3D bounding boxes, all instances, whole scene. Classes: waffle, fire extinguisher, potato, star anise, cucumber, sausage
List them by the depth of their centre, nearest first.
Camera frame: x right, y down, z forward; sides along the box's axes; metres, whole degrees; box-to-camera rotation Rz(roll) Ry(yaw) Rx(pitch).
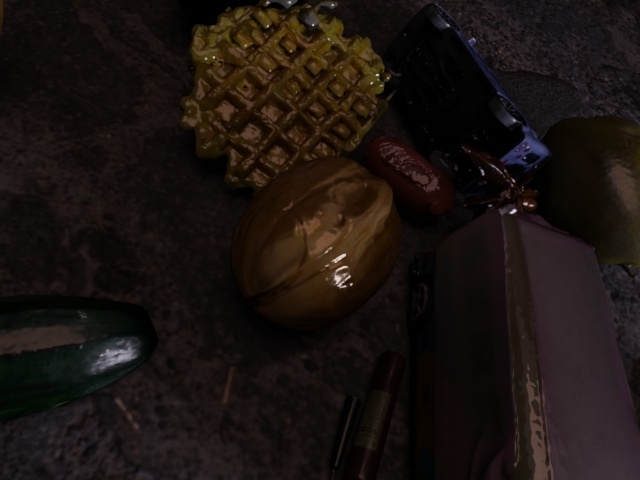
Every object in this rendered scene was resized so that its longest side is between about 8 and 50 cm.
[{"bbox_3d":[-0.266,0.089,0.437,0.244,0.063,0.115,-8,60,-25],"label":"cucumber"},{"bbox_3d":[0.042,0.181,0.494,0.049,0.035,0.173,28,49,-3],"label":"fire extinguisher"},{"bbox_3d":[0.223,-0.030,0.652,0.213,0.156,0.054,7,9,-42],"label":"star anise"},{"bbox_3d":[-0.040,-0.181,0.657,0.281,0.060,0.261,-2,83,-21],"label":"waffle"},{"bbox_3d":[0.112,-0.081,0.675,0.141,0.076,0.076,44,54,12],"label":"sausage"},{"bbox_3d":[0.397,-0.067,0.713,0.175,0.159,0.251,-3,64,7],"label":"potato"}]

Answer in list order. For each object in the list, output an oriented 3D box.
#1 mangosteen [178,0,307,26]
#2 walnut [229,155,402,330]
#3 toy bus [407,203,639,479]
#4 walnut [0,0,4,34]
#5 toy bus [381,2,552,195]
[{"bbox_3d":[-0.097,-0.391,0.735,0.216,0.216,0.216,9,54,-13],"label":"mangosteen"},{"bbox_3d":[0.000,0.000,0.533,0.159,0.159,0.206,37,53,8],"label":"walnut"},{"bbox_3d":[0.182,0.153,0.481,0.171,0.162,0.386,15,53,-10],"label":"toy bus"},{"bbox_3d":[-0.427,-0.238,0.510,0.196,0.222,0.195,18,61,-37],"label":"walnut"},{"bbox_3d":[0.205,-0.206,0.755,0.133,0.125,0.292,10,49,-41],"label":"toy bus"}]
